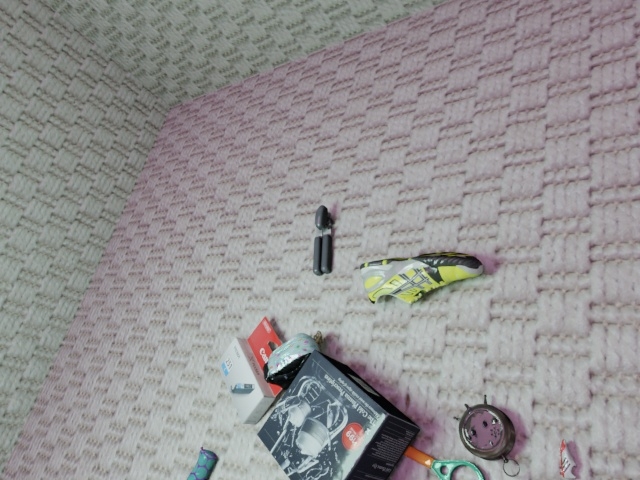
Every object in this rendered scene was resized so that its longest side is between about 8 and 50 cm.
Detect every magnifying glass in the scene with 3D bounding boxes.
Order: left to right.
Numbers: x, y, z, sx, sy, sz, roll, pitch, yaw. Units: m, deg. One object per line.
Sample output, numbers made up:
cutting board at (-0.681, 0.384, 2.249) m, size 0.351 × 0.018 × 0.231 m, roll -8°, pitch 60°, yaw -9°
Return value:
magnifying glass at (0.313, 0.590, 1.203) m, size 0.231 × 0.026 × 0.092 m, roll 11°, pitch 70°, yaw 44°

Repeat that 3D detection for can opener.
can opener at (0.000, 0.000, 1.802) m, size 0.074 × 0.093 × 0.280 m, roll -16°, pitch 58°, yaw 29°

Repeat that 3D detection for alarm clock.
alarm clock at (0.424, 0.492, 1.157) m, size 0.129 × 0.064 × 0.192 m, roll -41°, pitch 48°, yaw 10°

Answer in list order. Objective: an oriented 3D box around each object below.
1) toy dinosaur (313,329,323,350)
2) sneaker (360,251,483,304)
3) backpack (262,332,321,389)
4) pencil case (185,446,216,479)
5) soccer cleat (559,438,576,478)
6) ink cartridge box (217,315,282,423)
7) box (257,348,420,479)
toy dinosaur at (-0.025, 0.442, 1.553) m, size 0.118 × 0.064 × 0.268 m, roll 19°, pitch 80°, yaw 47°
sneaker at (0.316, 0.119, 1.460) m, size 0.385 × 0.145 × 0.147 m, roll -8°, pitch 89°, yaw 32°
backpack at (-0.083, 0.387, 1.492) m, size 0.182 × 0.152 × 0.115 m, roll -40°, pitch 50°, yaw 11°
pencil case at (-0.424, 0.809, 1.623) m, size 0.070 × 0.064 × 0.151 m, roll 24°, pitch 77°, yaw 20°
soccer cleat at (0.565, 0.499, 1.062) m, size 0.036 × 0.029 × 0.083 m, roll -2°, pitch 65°, yaw 28°
ink cartridge box at (-0.239, 0.456, 1.677) m, size 0.261 × 0.066 × 0.296 m, roll -54°, pitch 43°, yaw 13°
box at (0.041, 0.546, 1.326) m, size 0.343 × 0.179 × 0.312 m, roll 28°, pitch 83°, yaw 50°
